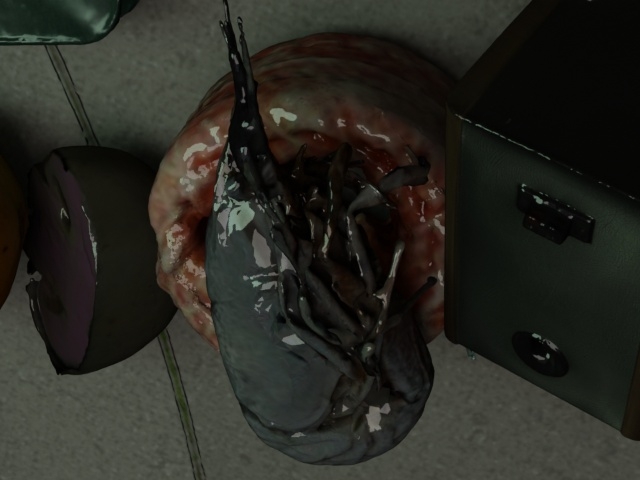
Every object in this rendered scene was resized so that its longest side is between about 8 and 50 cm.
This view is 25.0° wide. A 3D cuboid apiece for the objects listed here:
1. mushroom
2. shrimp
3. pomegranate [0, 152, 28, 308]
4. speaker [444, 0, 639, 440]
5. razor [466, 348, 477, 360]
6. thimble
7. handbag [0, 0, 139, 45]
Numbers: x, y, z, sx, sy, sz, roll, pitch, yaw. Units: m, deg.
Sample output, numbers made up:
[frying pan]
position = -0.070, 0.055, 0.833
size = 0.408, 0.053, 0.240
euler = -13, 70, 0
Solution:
[mushroom]
position = -0.161, 0.016, 1.111
size = 0.117, 0.141, 0.188
euler = 1, 128, -24
[shrimp]
position = -0.006, 0.004, 0.878
size = 0.145, 0.116, 0.343
euler = -5, 124, 14
[pomegranate]
position = -0.315, -0.008, 1.084
size = 0.191, 0.191, 0.191
euler = 6, 118, 12
[speaker]
position = 0.176, -0.024, 0.858
size = 0.153, 0.192, 0.231
euler = 28, 150, 23
[razor]
position = 0.169, 0.044, 1.084
size = 0.135, 0.040, 0.068
euler = -12, 114, 13
[thimble]
position = 0.002, -0.023, 1.022
size = 0.239, 0.162, 0.239
euler = 6, 120, 10
[handbag]
position = -0.251, -0.293, 0.992
size = 0.238, 0.089, 0.326
euler = 2, 118, 14
